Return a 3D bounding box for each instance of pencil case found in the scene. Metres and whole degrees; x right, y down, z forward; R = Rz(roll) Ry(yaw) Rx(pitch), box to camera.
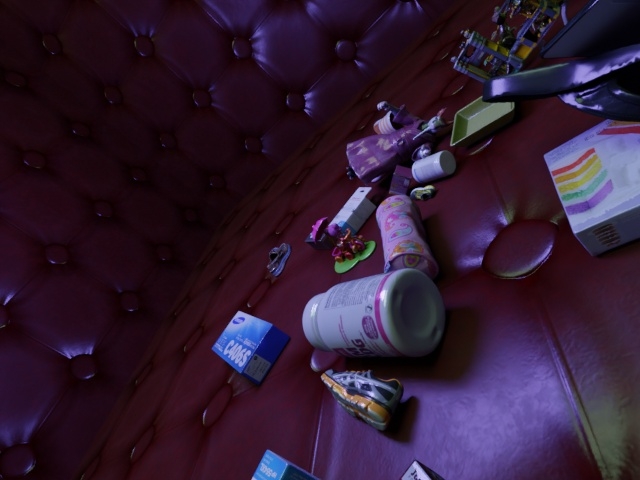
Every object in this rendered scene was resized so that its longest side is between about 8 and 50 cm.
[{"bbox_3d":[0.196,0.002,0.974,0.124,0.124,0.284,-39,24,25],"label":"pencil case"}]

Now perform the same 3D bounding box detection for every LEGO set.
[{"bbox_3d":[0.516,-0.612,1.166,0.331,0.192,0.254,116,180,-65],"label":"LEGO set"}]

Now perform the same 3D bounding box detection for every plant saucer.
[{"bbox_3d":[0.465,-0.348,1.152,0.188,0.045,0.188,-28,29,43],"label":"plant saucer"}]

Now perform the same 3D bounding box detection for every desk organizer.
[{"bbox_3d":[0.000,0.000,1.471,0.047,0.050,0.130,-55,21,-17],"label":"desk organizer"}]

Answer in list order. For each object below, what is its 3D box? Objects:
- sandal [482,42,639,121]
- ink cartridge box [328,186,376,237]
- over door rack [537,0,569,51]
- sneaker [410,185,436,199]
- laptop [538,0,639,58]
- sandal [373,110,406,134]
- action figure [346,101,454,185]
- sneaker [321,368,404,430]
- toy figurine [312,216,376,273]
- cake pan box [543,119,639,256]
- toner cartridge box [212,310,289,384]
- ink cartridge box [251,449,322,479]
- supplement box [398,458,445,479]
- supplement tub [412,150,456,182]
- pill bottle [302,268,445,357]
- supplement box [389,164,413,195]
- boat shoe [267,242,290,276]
[{"bbox_3d":[0.465,-0.235,0.648,0.168,0.106,0.446,-8,13,-26],"label":"sandal"},{"bbox_3d":[0.117,-0.093,1.384,0.180,0.060,0.104,-51,20,-6],"label":"ink cartridge box"},{"bbox_3d":[0.719,-0.594,0.986,0.324,0.108,0.239,-45,22,11],"label":"over door rack"},{"bbox_3d":[0.283,-0.129,1.152,0.083,0.031,0.035,-20,35,53],"label":"sneaker"},{"bbox_3d":[0.578,-0.267,0.465,0.408,0.382,0.236,127,133,-70],"label":"laptop"},{"bbox_3d":[0.276,-0.450,1.659,0.076,0.102,0.265,-54,12,-9],"label":"sandal"},{"bbox_3d":[0.272,-0.304,1.365,0.370,0.276,0.247,-23,68,21],"label":"action figure"},{"bbox_3d":[0.078,0.286,0.784,0.083,0.084,0.215,-43,20,-23],"label":"sneaker"},{"bbox_3d":[0.052,-0.003,1.217,0.173,0.159,0.130,-21,34,51],"label":"toy figurine"},{"bbox_3d":[0.512,-0.125,0.633,0.267,0.070,0.245,-32,28,37],"label":"cake pan box"},{"bbox_3d":[-0.236,0.334,1.325,0.165,0.075,0.348,-55,21,-19],"label":"toner cartridge box"},{"bbox_3d":[-0.065,0.466,0.637,0.086,0.148,0.203,-13,40,56],"label":"ink cartridge box"},{"bbox_3d":[0.097,0.418,0.502,0.239,0.073,0.130,-50,20,-6],"label":"supplement box"},{"bbox_3d":[0.320,-0.207,1.161,0.107,0.071,0.071,-10,43,58],"label":"supplement tub"},{"bbox_3d":[0.095,0.158,0.841,0.283,0.160,0.160,-22,34,52],"label":"pill bottle"},{"bbox_3d":[0.243,-0.177,1.232,0.083,0.055,0.043,96,-166,-52],"label":"supplement box"},{"bbox_3d":[-0.173,0.064,1.686,0.066,0.066,0.183,-37,24,30],"label":"boat shoe"}]
